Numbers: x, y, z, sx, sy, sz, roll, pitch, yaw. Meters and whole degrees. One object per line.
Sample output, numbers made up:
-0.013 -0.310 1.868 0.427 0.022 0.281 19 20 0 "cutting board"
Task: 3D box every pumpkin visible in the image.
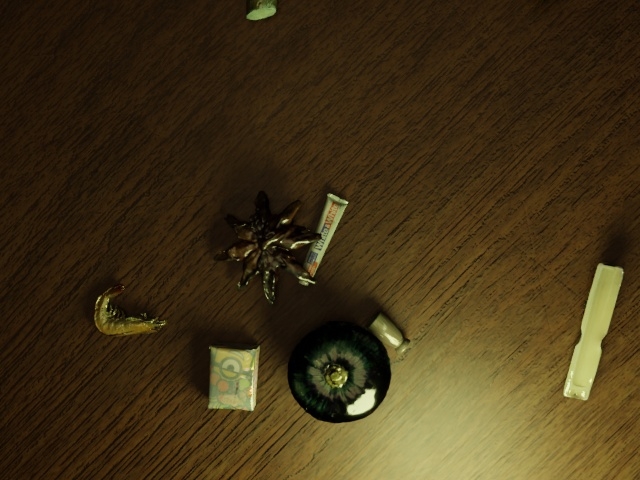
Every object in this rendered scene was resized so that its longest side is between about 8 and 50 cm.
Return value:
0.041 0.295 1.592 0.233 0.163 0.233 0 90 3 "pumpkin"

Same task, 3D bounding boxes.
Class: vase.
0.156 0.213 1.637 0.100 0.053 0.053 42 94 -3 "vase"

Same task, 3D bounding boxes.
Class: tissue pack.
-0.202 0.315 1.655 0.108 0.060 0.148 4 92 4 "tissue pack"

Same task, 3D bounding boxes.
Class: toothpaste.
0.000 0.000 1.649 0.052 0.033 0.218 22 91 -6 "toothpaste"

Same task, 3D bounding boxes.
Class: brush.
0.614 0.204 1.620 0.060 0.050 0.321 11 100 0 "brush"

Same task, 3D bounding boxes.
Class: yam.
-0.131 -0.592 1.609 0.078 0.078 0.179 3 92 3 "yam"

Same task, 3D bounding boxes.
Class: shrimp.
-0.447 0.163 1.678 0.178 0.034 0.124 -7 85 8 "shrimp"

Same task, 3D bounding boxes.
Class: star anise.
-0.123 0.018 1.613 0.271 0.102 0.272 -1 86 12 "star anise"
